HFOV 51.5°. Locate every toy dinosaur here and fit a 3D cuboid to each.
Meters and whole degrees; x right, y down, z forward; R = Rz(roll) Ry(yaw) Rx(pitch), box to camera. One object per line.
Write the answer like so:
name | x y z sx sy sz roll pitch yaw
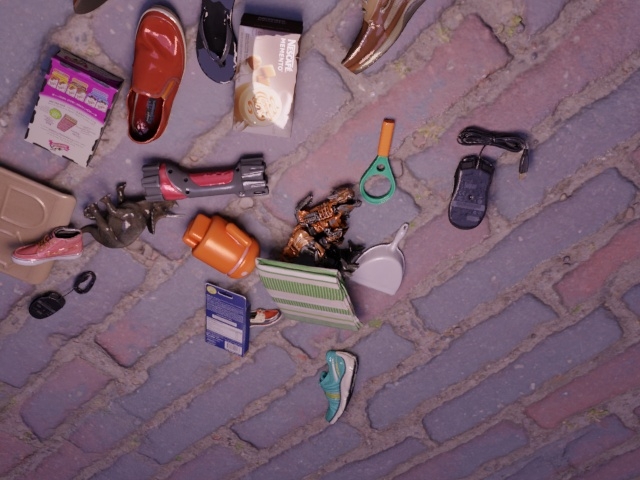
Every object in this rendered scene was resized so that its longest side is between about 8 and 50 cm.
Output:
toy dinosaur | -0.527 -0.042 1.723 0.313 0.121 0.160 -30 105 14
toy dinosaur | 0.000 0.000 1.751 0.218 0.164 0.322 42 136 -8

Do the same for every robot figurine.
robot figurine | -0.251 0.019 1.749 0.219 0.128 0.158 33 105 -19

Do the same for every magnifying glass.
magnifying glass | 0.153 -0.193 1.665 0.092 0.026 0.231 6 122 -3

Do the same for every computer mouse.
computer mouse | -0.741 0.152 1.907 0.242 0.041 0.071 -30 127 11
computer mouse | 0.420 -0.153 1.669 0.184 0.060 0.262 4 112 3

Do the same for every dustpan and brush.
dustpan and brush | 0.186 0.043 1.808 0.147 0.060 0.211 21 128 -14

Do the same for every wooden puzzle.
wooden puzzle | -0.850 -0.067 1.741 0.347 0.081 0.322 22 122 -18

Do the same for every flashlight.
flashlight | -0.287 -0.159 1.659 0.303 0.103 0.103 -7 150 2

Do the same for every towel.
towel | -0.027 0.150 1.778 0.247 0.038 0.325 7 152 20

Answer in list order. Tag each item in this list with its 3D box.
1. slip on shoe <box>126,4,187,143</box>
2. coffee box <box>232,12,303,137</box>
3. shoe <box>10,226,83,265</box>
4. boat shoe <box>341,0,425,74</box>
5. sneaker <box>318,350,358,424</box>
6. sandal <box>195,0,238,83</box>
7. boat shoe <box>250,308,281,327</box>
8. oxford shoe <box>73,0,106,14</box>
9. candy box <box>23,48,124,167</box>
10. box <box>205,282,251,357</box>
slip on shoe | -0.382 -0.367 1.516 0.123 0.101 0.331 16 121 -7
coffee box | -0.120 -0.372 1.507 0.141 0.098 0.247 8 123 -4
shoe | -0.709 0.011 1.722 0.177 0.063 0.081 -6 133 -27
boat shoe | 0.145 -0.509 1.411 0.120 0.123 0.324 36 109 -14
sneaker | 0.048 0.452 2.064 0.109 0.107 0.275 17 119 13
sandal | -0.233 -0.469 1.472 0.097 0.054 0.255 3 123 -1
boat shoe | -0.181 0.222 1.932 0.136 0.049 0.043 -12 120 14
oxford shoe | -0.472 -0.574 1.413 0.212 0.076 0.076 -43 83 27
candy box | -0.586 -0.309 1.575 0.159 0.071 0.233 26 119 -16
box | -0.268 0.223 1.911 0.136 0.036 0.225 19 127 17
